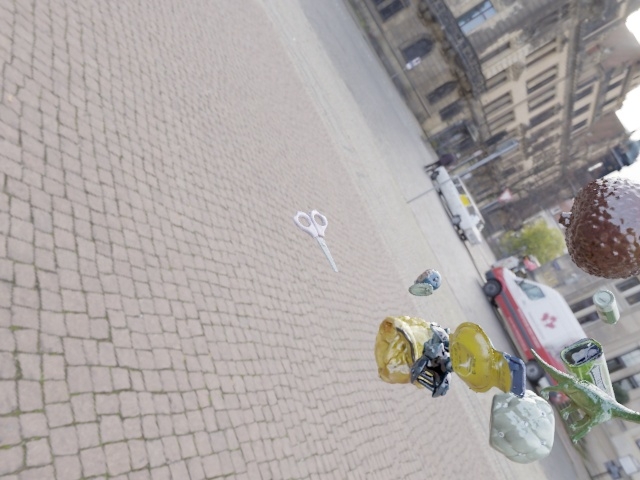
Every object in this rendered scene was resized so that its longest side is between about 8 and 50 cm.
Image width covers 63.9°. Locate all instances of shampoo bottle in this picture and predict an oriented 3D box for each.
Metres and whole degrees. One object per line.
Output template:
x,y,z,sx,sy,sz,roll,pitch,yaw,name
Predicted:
0.928,0.224,1.664,0.204,0.065,0.065,41,25,-46,shampoo bottle

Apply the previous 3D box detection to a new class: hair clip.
0.452,0.434,1.903,0.195,0.206,0.310,29,20,14,hair clip

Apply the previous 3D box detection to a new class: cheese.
0.386,0.289,1.222,0.270,0.069,0.176,-164,-110,-69,cheese

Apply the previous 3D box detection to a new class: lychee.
0.720,-0.028,1.251,0.260,0.261,0.260,52,19,-26,lychee

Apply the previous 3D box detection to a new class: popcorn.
0.386,0.467,2.209,0.381,0.349,0.348,58,12,-56,popcorn

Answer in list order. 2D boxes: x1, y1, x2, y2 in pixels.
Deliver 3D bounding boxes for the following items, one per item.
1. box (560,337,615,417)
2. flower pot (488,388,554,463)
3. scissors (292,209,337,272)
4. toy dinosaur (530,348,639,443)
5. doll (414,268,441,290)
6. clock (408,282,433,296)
0.942,0.492,1.793,0.345,0.134,0.097,59,1,-32,box
0.676,0.625,1.735,0.246,0.196,0.245,5,90,-72,flower pot
0.000,0.000,1.251,0.100,0.015,0.188,-4,57,-38,scissors
0.781,0.412,1.401,0.087,0.301,0.446,23,30,-39,toy dinosaur
0.420,0.157,2.007,0.085,0.114,0.152,49,-12,-1,doll
0.337,0.167,1.727,0.074,0.084,0.010,72,20,-47,clock
